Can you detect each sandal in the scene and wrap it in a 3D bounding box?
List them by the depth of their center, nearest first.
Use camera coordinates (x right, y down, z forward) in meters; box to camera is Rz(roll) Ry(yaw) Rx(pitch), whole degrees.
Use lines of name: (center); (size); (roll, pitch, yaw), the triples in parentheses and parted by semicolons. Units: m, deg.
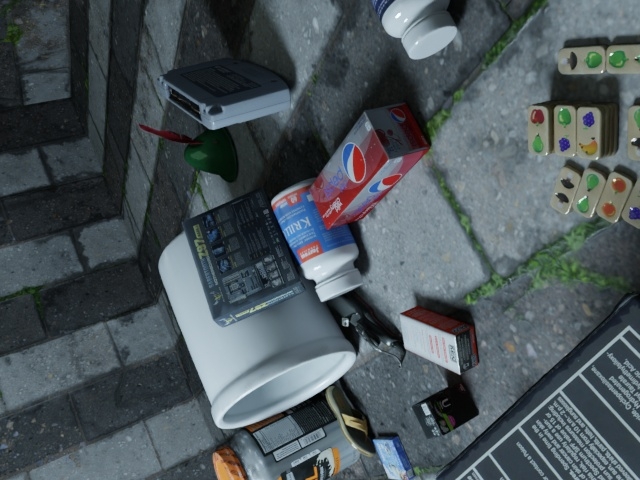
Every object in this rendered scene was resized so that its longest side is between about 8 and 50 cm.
sandal: (0.074, 0.403, 1.365); (0.049, 0.072, 0.180); (-39, 67, 21)

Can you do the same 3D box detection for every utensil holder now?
utensil holder: (-0.149, 0.164, 1.341); (0.385, 0.328, 0.327); (62, 151, 23)

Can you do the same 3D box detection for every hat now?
hat: (-0.347, -0.221, 1.598); (0.208, 0.184, 0.172); (38, 138, 47)

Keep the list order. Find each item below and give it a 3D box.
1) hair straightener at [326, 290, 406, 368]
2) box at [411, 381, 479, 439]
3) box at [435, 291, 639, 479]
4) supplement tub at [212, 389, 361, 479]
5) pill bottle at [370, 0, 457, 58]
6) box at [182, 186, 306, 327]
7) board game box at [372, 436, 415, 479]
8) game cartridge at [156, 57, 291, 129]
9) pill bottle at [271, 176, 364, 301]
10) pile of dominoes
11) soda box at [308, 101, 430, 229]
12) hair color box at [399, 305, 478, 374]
hair straightener: (0.079, 0.169, 1.169); (0.230, 0.089, 0.047); (46, 128, 40)
box: (0.209, 0.285, 1.012); (0.062, 0.083, 0.052); (65, 151, 13)
box: (0.325, 0.250, 0.570); (0.294, 0.183, 0.296); (-54, 55, 26)
supplement tub: (-0.078, 0.497, 1.417); (0.193, 0.316, 0.193); (41, 141, 45)
pill bottle: (0.111, -0.329, 0.792); (0.169, 0.094, 0.094); (66, 152, 11)
box: (-0.154, 0.030, 1.193); (0.059, 0.184, 0.232); (66, 180, -64)
board game box: (0.156, 0.466, 1.292); (0.090, 0.020, 0.090); (67, 154, 8)
game cartridge: (-0.195, -0.311, 1.248); (0.297, 0.198, 0.062); (39, 138, 47)
pill bottle: (0.000, 0.000, 1.171); (0.221, 0.124, 0.124); (66, 152, 9)
pile of dominoes: (0.324, -0.097, 0.610); (0.251, 0.040, 0.195); (23, 126, 56)
soda box: (0.072, -0.115, 1.010); (0.092, 0.084, 0.263); (65, 153, 13)
hair color box: (0.195, 0.163, 1.005); (0.141, 0.043, 0.071); (17, 122, 58)
